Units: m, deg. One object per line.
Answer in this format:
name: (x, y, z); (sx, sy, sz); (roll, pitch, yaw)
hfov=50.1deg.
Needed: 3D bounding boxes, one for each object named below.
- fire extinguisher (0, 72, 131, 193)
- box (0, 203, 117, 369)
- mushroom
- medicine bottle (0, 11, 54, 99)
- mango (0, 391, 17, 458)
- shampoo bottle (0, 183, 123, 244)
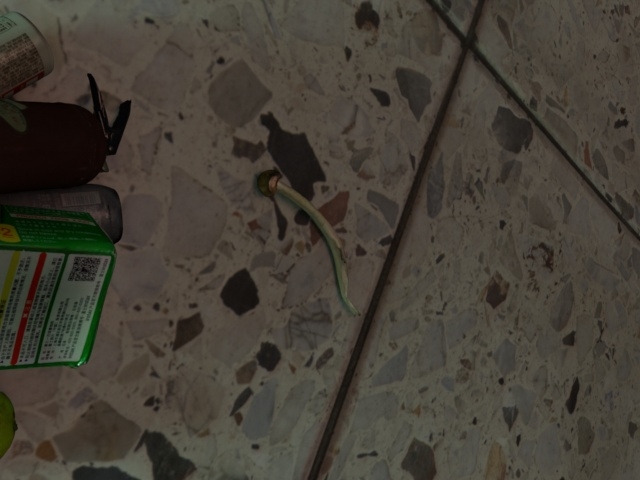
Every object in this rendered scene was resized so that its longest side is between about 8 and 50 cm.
fire extinguisher: (-0.327, -0.122, 0.759); (0.344, 0.102, 0.138); (-20, 106, -63)
box: (-0.357, 0.054, 0.735); (0.250, 0.103, 0.180); (6, 113, -44)
mushroom: (-0.002, -0.001, 1.117); (0.068, 0.043, 0.306); (-44, 119, -12)
medicine bottle: (-0.380, -0.192, 0.769); (0.140, 0.079, 0.079); (-45, 117, -31)
mango: (-0.416, 0.193, 0.727); (0.178, 0.100, 0.119); (27, 75, -29)
shampoo bottle: (-0.353, -0.019, 0.810); (0.233, 0.049, 0.087); (-9, 97, -40)
